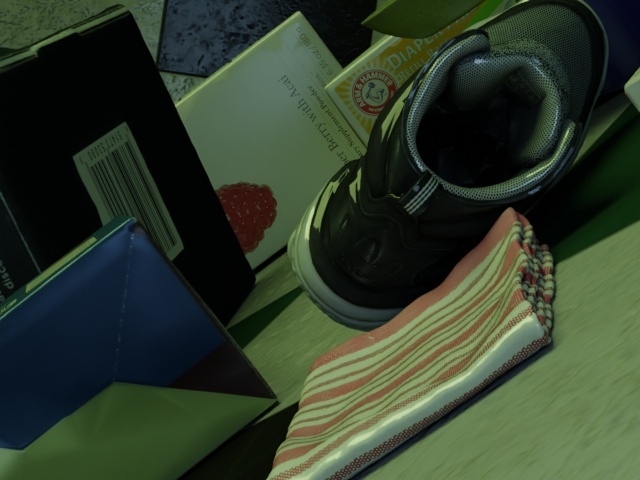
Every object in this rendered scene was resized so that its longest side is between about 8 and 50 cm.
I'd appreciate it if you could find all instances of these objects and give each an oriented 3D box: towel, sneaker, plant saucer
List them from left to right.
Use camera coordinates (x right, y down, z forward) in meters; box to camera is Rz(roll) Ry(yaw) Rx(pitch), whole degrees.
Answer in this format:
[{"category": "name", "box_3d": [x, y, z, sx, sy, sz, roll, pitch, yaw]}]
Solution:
[{"category": "towel", "box_3d": [0.040, 0.051, 0.855, 0.144, 0.029, 0.197, -37, 6, 12]}, {"category": "sneaker", "box_3d": [0.100, -0.068, 1.013, 0.268, 0.101, 0.153, -47, 0, -33]}, {"category": "plant saucer", "box_3d": [0.133, -0.203, 1.257, 0.241, 0.037, 0.241, -37, 5, 4]}]

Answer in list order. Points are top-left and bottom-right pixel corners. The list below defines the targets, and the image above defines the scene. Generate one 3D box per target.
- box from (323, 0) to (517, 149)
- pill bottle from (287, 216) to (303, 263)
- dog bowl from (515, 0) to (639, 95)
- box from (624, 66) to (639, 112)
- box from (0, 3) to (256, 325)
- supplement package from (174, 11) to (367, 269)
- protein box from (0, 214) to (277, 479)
[{"category": "box", "box_3d": [0.113, -0.150, 1.632, 0.203, 0.114, 0.103, -38, 5, 5]}, {"category": "pill bottle", "box_3d": [0.000, 0.000, 1.450, 0.043, 0.043, 0.083, -36, 6, 11]}, {"category": "dog bowl", "box_3d": [0.262, -0.216, 1.299, 0.265, 0.104, 0.265, -37, 6, 4]}, {"category": "box", "box_3d": [0.231, -0.119, 0.895, 0.067, 0.063, 0.324, -35, 6, 35]}, {"category": "box", "box_3d": [-0.355, 0.056, 1.535, 0.472, 0.297, 0.480, -22, 9, 14]}, {"category": "supplement package", "box_3d": [-0.088, -0.069, 1.871, 0.293, 0.177, 0.175, -37, 6, 1]}, {"category": "protein box", "box_3d": [-0.155, 0.095, 1.143, 0.200, 0.136, 0.201, -38, 6, -6]}]
